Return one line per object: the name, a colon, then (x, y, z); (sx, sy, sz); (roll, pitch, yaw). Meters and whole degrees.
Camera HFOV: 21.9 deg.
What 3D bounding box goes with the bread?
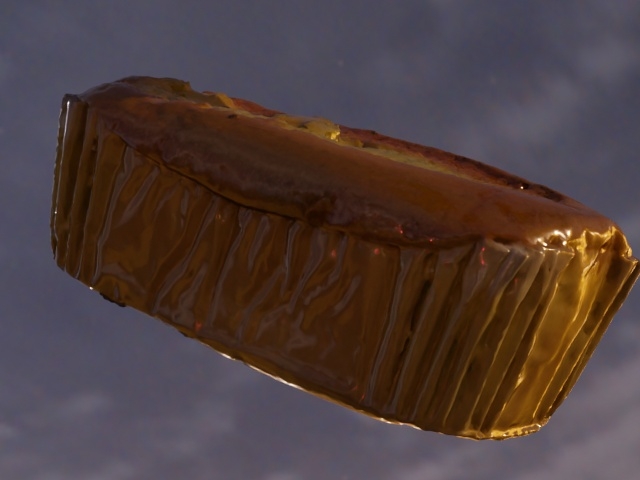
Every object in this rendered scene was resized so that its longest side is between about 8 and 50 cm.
bread: (0.000, 0.000, 0.818); (0.152, 0.288, 0.119); (6, -77, -58)
